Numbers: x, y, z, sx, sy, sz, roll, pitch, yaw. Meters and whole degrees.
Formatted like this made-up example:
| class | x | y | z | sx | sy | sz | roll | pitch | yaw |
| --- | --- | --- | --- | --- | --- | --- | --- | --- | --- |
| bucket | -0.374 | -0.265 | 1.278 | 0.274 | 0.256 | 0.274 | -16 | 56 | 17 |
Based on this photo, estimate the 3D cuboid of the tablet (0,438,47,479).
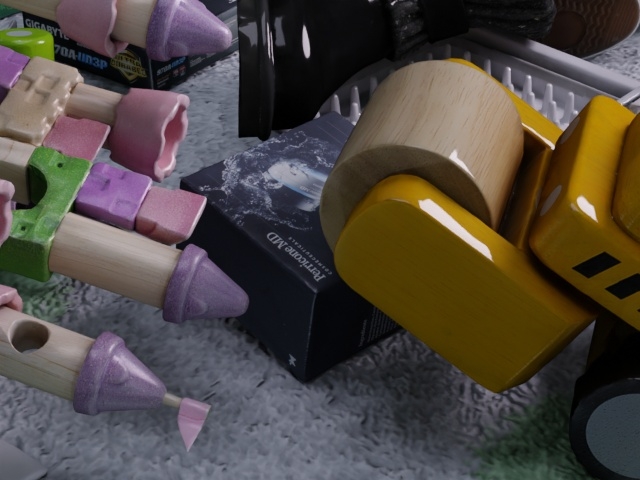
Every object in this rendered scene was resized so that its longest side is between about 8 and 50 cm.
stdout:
| class | x | y | z | sx | sy | sz | roll | pitch | yaw |
| --- | --- | --- | --- | --- | --- | --- | --- | --- | --- |
| tablet | -0.227 | 0.161 | 1.076 | 0.054 | 0.006 | 0.083 | 24 | 41 | 33 |

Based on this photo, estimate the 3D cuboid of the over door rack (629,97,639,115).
| class | x | y | z | sx | sy | sz | roll | pitch | yaw |
| --- | --- | --- | --- | --- | --- | --- | --- | --- | --- |
| over door rack | 0.431 | -0.043 | 1.273 | 0.324 | 0.108 | 0.239 | 32 | 43 | 29 |

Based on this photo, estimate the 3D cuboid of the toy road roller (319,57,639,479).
| class | x | y | z | sx | sy | sz | roll | pitch | yaw |
| --- | --- | --- | --- | --- | --- | --- | --- | --- | --- |
| toy road roller | 0.190 | -0.024 | 1.068 | 0.329 | 0.240 | 0.202 | 34 | 35 | -6 |

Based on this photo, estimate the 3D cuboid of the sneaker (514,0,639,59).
| class | x | y | z | sx | sy | sz | roll | pitch | yaw |
| --- | --- | --- | --- | --- | --- | --- | --- | --- | --- |
| sneaker | 0.164 | -0.240 | 1.602 | 0.290 | 0.106 | 0.123 | -2 | 35 | 0 |

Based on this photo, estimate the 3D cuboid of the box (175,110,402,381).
| class | x | y | z | sx | sy | sz | roll | pitch | yaw |
| --- | --- | --- | --- | --- | --- | --- | --- | --- | --- |
| box | 0.000 | 0.000 | 1.221 | 0.158 | 0.093 | 0.156 | -27 | 51 | -33 |

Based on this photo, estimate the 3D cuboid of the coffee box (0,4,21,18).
| class | x | y | z | sx | sy | sz | roll | pitch | yaw |
| --- | --- | --- | --- | --- | --- | --- | --- | --- | --- |
| coffee box | -0.298 | -0.306 | 1.717 | 0.184 | 0.113 | 0.040 | -25 | 37 | -31 |

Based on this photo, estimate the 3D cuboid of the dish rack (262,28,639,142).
| class | x | y | z | sx | sy | sz | roll | pitch | yaw |
| --- | --- | --- | --- | --- | --- | --- | --- | --- | --- |
| dish rack | 0.129 | -0.085 | 1.394 | 0.285 | 0.072 | 0.333 | -28 | 41 | -35 |

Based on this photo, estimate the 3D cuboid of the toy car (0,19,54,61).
| class | x | y | z | sx | sy | sz | roll | pitch | yaw |
| --- | --- | --- | --- | --- | --- | --- | --- | --- | --- |
| toy car | -0.273 | -0.118 | 1.400 | 0.149 | 0.155 | 0.188 | 1 | 20 | 4 |

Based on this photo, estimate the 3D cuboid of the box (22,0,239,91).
| class | x | y | z | sx | sy | sz | roll | pitch | yaw |
| --- | --- | --- | --- | --- | --- | --- | --- | --- | --- |
| box | -0.161 | -0.228 | 1.645 | 0.175 | 0.051 | 0.220 | 22 | 39 | 32 |

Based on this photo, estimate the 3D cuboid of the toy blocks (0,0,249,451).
| class | x | y | z | sx | sy | sz | roll | pitch | yaw |
| --- | --- | --- | --- | --- | --- | --- | --- | --- | --- |
| toy blocks | -0.163 | 0.002 | 1.107 | 0.260 | 0.309 | 0.289 | 17 | 49 | 5 |

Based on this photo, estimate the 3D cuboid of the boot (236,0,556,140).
| class | x | y | z | sx | sy | sz | roll | pitch | yaw |
| --- | --- | --- | --- | --- | --- | --- | --- | --- | --- |
| boot | 0.068 | -0.192 | 1.381 | 0.260 | 0.131 | 0.348 | 3 | 32 | 8 |
